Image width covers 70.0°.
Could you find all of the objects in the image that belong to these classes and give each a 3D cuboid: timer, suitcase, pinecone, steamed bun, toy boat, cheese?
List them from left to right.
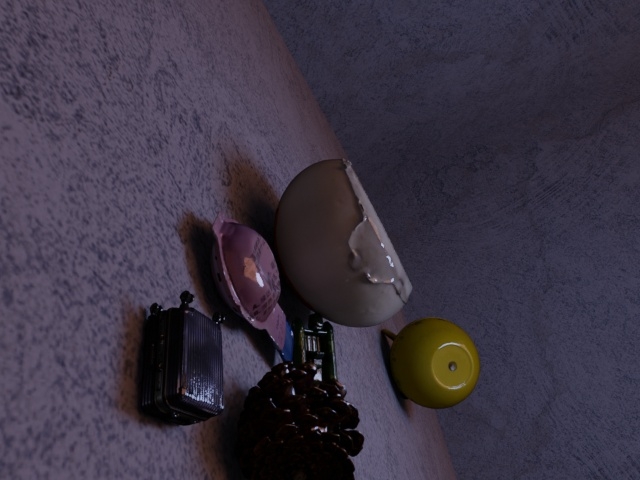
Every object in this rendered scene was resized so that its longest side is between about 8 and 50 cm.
[{"bbox_3d":[-0.146,0.130,0.494,0.086,0.059,0.126,51,22,-51],"label":"suitcase"},{"bbox_3d":[-0.100,0.081,0.734,0.189,0.074,0.286,-89,159,-58],"label":"cheese"},{"bbox_3d":[-0.030,0.235,0.601,0.165,0.163,0.163,-109,172,-64],"label":"pinecone"},{"bbox_3d":[-0.007,0.242,0.866,0.104,0.052,0.210,17,55,-38],"label":"toy boat"},{"bbox_3d":[0.032,0.020,0.991,0.374,0.241,0.374,59,11,-20],"label":"steamed bun"},{"bbox_3d":[0.425,0.475,1.786,0.387,0.376,0.376,140,-70,-77],"label":"timer"}]
